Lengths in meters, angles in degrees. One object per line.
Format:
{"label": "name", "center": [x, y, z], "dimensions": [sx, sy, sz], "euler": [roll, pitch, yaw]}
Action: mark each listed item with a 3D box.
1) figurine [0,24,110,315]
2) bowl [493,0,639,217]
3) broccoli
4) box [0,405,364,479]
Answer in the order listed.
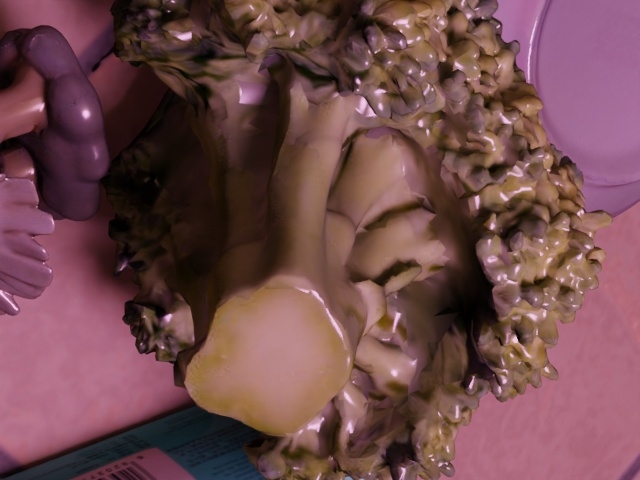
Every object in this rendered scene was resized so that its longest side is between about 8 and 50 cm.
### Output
{"label": "figurine", "center": [-0.268, 0.023, 0.773], "dimensions": [0.387, 0.166, 0.207], "euler": [-30, 158, -31]}
{"label": "bowl", "center": [0.133, -0.123, 1.003], "dimensions": [0.287, 0.144, 0.287], "euler": [-13, 114, -31]}
{"label": "broccoli", "center": [0.011, -0.013, 0.848], "dimensions": [0.235, 0.260, 0.288], "euler": [-40, 109, -8]}
{"label": "box", "center": [-0.071, 0.261, 1.009], "dimensions": [0.205, 0.118, 0.311], "euler": [-17, 115, -28]}
